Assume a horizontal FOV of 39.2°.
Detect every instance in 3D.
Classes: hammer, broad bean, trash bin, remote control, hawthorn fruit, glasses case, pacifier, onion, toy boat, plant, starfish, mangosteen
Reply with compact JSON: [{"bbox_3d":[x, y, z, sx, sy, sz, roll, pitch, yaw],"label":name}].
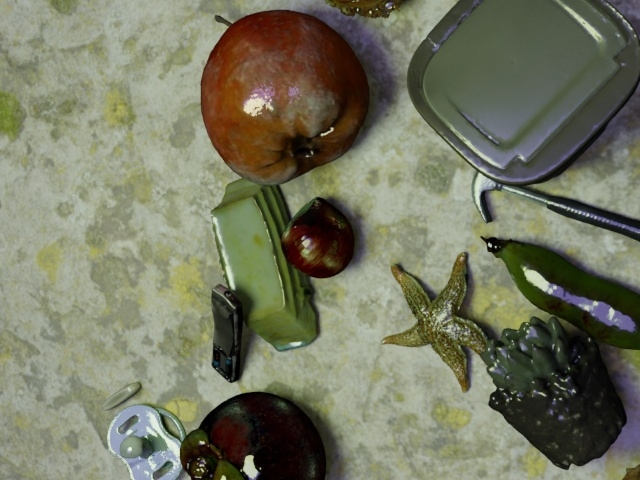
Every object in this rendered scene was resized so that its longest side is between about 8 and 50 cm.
[{"bbox_3d":[0.317,-0.041,1.190,0.246,0.029,0.103,23,105,21],"label":"hammer"},{"bbox_3d":[0.348,0.079,1.166,0.339,0.061,0.077,29,87,20],"label":"broad bean"},{"bbox_3d":[0.247,-0.178,1.069,0.220,0.250,0.219,-45,75,11],"label":"trash bin"},{"bbox_3d":[-0.144,0.146,1.373,0.059,0.028,0.212,41,147,26],"label":"remote control"},{"bbox_3d":[-0.051,-0.211,1.237,0.235,0.231,0.263,-9,97,16],"label":"hawthorn fruit"},{"bbox_3d":[-0.342,0.267,1.541,0.083,0.032,0.021,-36,84,25],"label":"glasses case"},{"bbox_3d":[-0.289,0.337,1.481,0.126,0.116,0.150,-34,76,-1],"label":"pacifier"},{"bbox_3d":[0.000,0.000,1.301,0.118,0.117,0.119,16,127,22],"label":"onion"},{"bbox_3d":[-0.089,0.037,1.363,0.111,0.084,0.276,-16,88,30],"label":"toy boat"},{"bbox_3d":[0.297,0.186,1.157,0.194,0.132,0.129,55,139,-3],"label":"plant"},{"bbox_3d":[0.159,0.121,1.278,0.176,0.053,0.208,-32,75,35],"label":"starfish"},{"bbox_3d":[-0.098,0.334,1.332,0.216,0.216,0.216,3,97,26],"label":"mangosteen"}]

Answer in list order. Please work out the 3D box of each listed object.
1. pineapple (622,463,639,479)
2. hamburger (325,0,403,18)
[{"bbox_3d":[0.447,0.279,1.115,0.128,0.128,0.248,25,101,22],"label":"pineapple"},{"bbox_3d":[0.068,-0.395,1.221,0.182,0.118,0.191,-20,84,30],"label":"hamburger"}]
